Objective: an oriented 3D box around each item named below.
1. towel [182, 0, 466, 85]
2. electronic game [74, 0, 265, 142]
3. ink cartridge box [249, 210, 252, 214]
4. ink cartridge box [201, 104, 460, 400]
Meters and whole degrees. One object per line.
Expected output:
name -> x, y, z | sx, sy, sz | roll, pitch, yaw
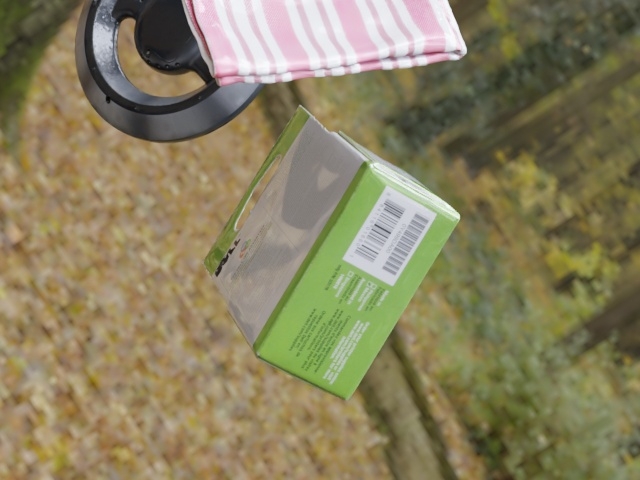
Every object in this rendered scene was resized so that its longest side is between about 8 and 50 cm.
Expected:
towel -> -0.003, -0.179, 1.156 | 0.029, 0.197, 0.144 | 120, -44, -56
electronic game -> -0.140, -0.207, 1.634 | 0.229, 0.229, 0.048 | 60, 12, 23
ink cartridge box -> -0.031, 0.051, 1.968 | 0.181, 0.061, 0.104 | -121, -154, -48
ink cartridge box -> 0.000, 0.000, 1.467 | 0.097, 0.189, 0.255 | 29, 8, -21
